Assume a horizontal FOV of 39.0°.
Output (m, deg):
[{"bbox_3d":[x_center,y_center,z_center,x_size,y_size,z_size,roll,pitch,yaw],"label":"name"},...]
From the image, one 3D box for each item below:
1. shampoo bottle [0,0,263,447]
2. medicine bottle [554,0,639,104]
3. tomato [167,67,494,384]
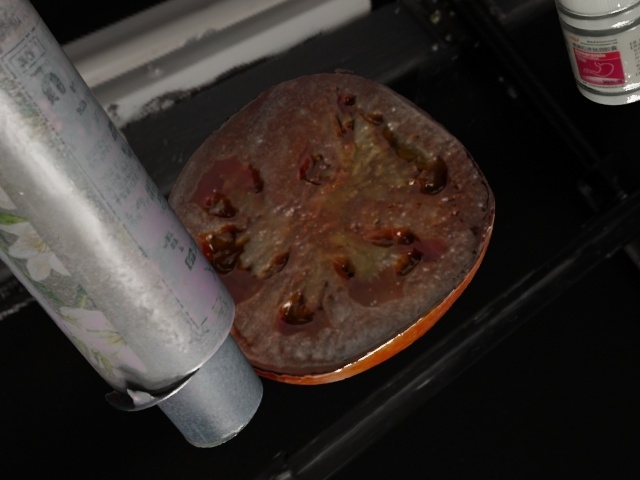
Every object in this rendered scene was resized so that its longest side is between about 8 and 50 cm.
[{"bbox_3d":[-0.090,0.001,0.359,0.072,0.072,0.214,-47,-54,-25],"label":"shampoo bottle"},{"bbox_3d":[0.171,-0.131,0.530,0.058,0.091,0.058,-15,-132,17],"label":"medicine bottle"},{"bbox_3d":[0.007,0.001,0.932,0.339,0.143,0.338,-8,-119,14],"label":"tomato"}]
